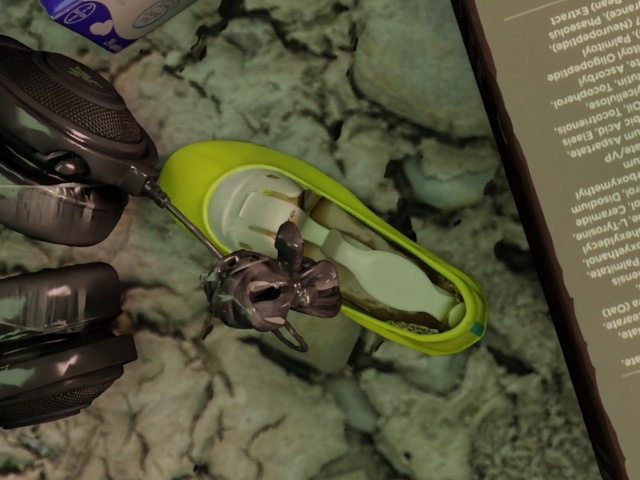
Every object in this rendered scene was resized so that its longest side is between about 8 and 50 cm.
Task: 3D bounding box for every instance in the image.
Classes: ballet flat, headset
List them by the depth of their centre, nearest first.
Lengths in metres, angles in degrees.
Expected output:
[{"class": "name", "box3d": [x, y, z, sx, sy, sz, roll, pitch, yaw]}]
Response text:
[{"class": "headset", "box3d": [-0.179, 0.002, 0.759, 0.394, 0.185, 0.243, 9, 96, 19]}, {"class": "ballet flat", "box3d": [0.000, 0.000, 0.798, 0.231, 0.077, 0.077, 28, 92, 6]}]

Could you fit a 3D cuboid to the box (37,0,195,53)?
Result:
[{"class": "box", "box3d": [-0.105, -0.186, 0.785, 0.137, 0.126, 0.072, -33, 85, 6]}]

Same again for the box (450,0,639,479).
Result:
[{"class": "box", "box3d": [0.172, -0.046, 0.724, 0.143, 0.191, 0.381, -19, 87, 6]}]
